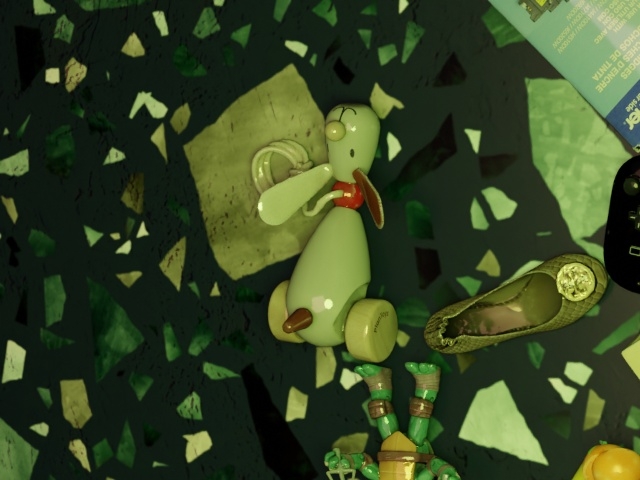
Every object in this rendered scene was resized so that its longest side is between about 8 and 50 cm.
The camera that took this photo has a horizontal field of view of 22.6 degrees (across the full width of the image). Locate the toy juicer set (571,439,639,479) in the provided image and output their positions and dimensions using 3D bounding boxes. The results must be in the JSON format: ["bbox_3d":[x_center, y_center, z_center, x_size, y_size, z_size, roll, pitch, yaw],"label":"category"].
[{"bbox_3d":[0.428,0.333,1.802,0.329,0.209,0.089,39,72,20],"label":"toy juicer set"}]

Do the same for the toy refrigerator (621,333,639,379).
[{"bbox_3d":[0.471,0.073,1.772,0.269,0.102,0.094,-40,84,34],"label":"toy refrigerator"}]

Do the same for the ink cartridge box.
[{"bbox_3d":[0.349,-0.238,1.781,0.395,0.270,0.151,48,113,19],"label":"ink cartridge box"}]

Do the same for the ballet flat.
[{"bbox_3d":[0.235,0.082,1.967,0.249,0.058,0.084,-21,82,27],"label":"ballet flat"}]

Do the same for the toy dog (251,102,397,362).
[{"bbox_3d":[0.000,0.000,2.032,0.220,0.161,0.334,-17,84,27],"label":"toy dog"}]

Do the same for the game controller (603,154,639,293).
[{"bbox_3d":[0.482,0.004,1.831,0.319,0.067,0.167,13,97,28],"label":"game controller"}]

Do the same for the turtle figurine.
[{"bbox_3d":[0.095,0.274,2.014,0.175,0.118,0.234,-1,75,13],"label":"turtle figurine"}]
